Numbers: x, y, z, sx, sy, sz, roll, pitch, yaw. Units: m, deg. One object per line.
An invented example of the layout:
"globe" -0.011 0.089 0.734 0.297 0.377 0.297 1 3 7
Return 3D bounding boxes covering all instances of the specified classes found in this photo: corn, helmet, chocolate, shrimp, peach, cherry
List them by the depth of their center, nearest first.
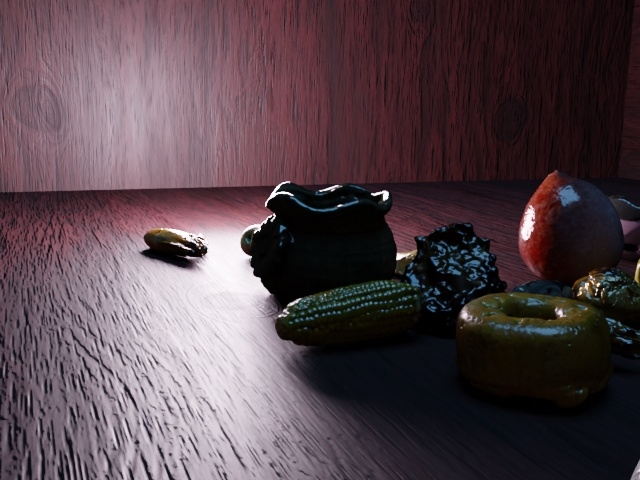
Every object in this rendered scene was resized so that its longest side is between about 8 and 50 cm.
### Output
"shrimp" 0.396 0.141 1.186 0.150 0.068 0.249 15 0 -41
"corn" 0.055 0.119 1.217 0.262 0.097 0.097 -9 14 -21
"chocolate" 0.238 0.059 1.333 0.224 0.177 0.206 0 11 2
"cherry" 0.550 -0.023 1.652 0.239 0.239 0.206 -3 19 -20
"peach" -0.154 0.003 1.842 0.083 0.083 0.083 1 11 0
"shrimp" -0.327 0.009 1.866 0.152 0.063 0.287 7 3 -40
"helmet" 0.788 -0.020 1.888 0.253 0.154 0.198 22 -5 10

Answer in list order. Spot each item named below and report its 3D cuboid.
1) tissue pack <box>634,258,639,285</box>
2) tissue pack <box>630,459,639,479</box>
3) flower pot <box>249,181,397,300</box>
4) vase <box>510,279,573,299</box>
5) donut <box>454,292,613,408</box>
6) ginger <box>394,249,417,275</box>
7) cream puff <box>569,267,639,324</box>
"tissue pack" 0.685 0.078 1.410 0.178 0.123 0.127 8 16 35
"tissue pack" 0.322 0.228 0.408 0.390 0.195 0.375 9 20 36
"flower pot" 0.000 0.000 1.515 0.302 0.213 0.302 2 11 0
"vase" 0.387 0.098 1.342 0.060 0.059 0.211 9 1 36
"donut" 0.294 0.146 1.050 0.227 0.113 0.226 -1 11 0
"ginger" 0.221 0.046 1.659 0.295 0.086 0.131 6 33 45
"cream puff" 0.516 0.100 1.354 0.119 0.104 0.133 1 9 -42
